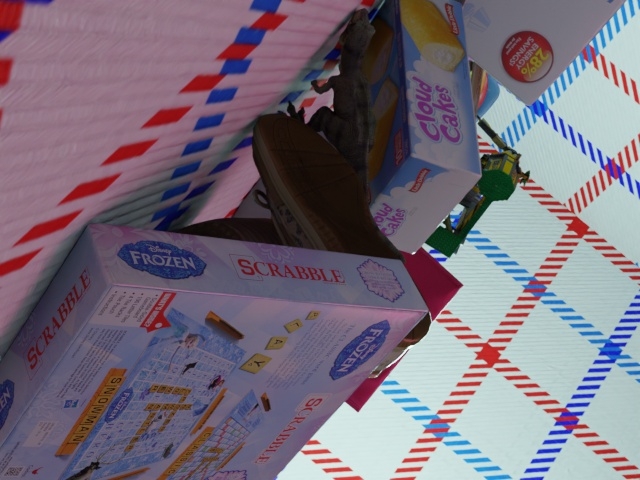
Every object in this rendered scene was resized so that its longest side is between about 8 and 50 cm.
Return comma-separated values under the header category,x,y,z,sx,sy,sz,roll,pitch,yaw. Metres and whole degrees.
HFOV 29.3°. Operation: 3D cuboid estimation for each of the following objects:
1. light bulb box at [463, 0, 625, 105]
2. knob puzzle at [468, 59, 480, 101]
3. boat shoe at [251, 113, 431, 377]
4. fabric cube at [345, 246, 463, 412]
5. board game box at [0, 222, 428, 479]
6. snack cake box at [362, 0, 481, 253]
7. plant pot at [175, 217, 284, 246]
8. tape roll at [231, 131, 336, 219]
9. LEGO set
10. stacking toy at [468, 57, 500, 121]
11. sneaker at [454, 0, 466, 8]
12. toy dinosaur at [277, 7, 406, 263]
category,x,y,z,sx,sy,sz,roll,pitch,yaw
light bulb box,0.367,-0.430,1.812,0.358,0.225,0.361,-51,177,26
knob puzzle,0.225,-0.202,1.885,0.213,0.030,0.213,9,90,-82
boat shoe,0.000,0.000,1.204,0.105,0.285,0.089,-4,146,-42
fabric cube,0.014,0.068,1.930,0.258,0.259,0.254,-50,-161,-3
board game box,-0.120,0.126,1.055,0.318,0.066,0.318,8,134,-40
snack cake box,0.096,-0.139,1.373,0.152,0.089,0.264,-51,-149,46
plant pot,-0.107,0.059,1.251,0.237,0.237,0.109,-50,142,-15
tape roll,-0.035,-0.075,1.711,0.219,0.072,0.219,-49,178,-2
LEGO set,0.189,-0.146,2.089,0.192,0.331,0.255,-60,173,-52
stacking toy,0.207,-0.309,2.081,0.166,0.175,0.302,-46,164,-8
sneaker,0.143,-0.303,1.614,0.166,0.065,0.076,-51,174,-11
toy dinosaur,0.022,-0.103,1.279,0.064,0.268,0.118,-8,179,-41
